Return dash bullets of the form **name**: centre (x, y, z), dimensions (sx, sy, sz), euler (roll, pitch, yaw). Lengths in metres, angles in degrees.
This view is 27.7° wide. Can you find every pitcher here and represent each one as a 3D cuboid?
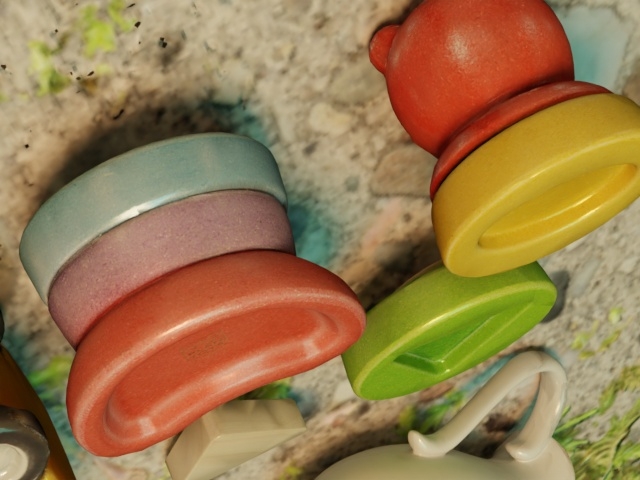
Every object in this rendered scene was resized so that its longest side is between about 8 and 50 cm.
- **pitcher**: centre (0.080, 0.164, 0.834), dimensions (0.207, 0.125, 0.177), euler (-6, 107, -40)

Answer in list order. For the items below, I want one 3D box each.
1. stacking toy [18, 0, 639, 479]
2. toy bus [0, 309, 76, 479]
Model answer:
- **stacking toy**: centre (0.000, 0.000, 0.691), dimensions (0.309, 0.130, 0.279), euler (-22, 159, -11)
- **toy bus**: centre (-0.223, 0.055, 0.566), dimensions (0.130, 0.108, 0.332), euler (-35, 135, 0)
